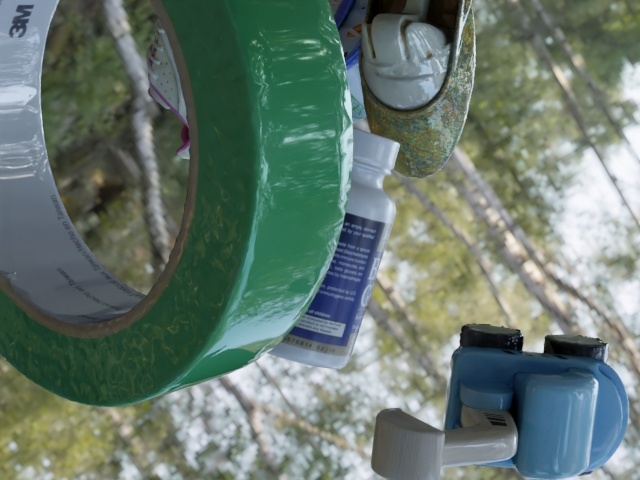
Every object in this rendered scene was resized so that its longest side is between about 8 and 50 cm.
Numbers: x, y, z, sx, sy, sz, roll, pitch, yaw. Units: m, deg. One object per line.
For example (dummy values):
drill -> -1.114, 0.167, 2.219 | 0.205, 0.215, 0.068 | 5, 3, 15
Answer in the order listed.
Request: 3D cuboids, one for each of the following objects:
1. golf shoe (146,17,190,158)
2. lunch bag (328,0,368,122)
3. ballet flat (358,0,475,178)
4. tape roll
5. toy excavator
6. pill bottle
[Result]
golf shoe -> -0.137, -0.210, 1.395 | 0.140, 0.306, 0.115 | -13, -151, 13
lunch bag -> 0.014, -0.268, 1.710 | 0.243, 0.115, 0.303 | -8, -139, 33
ballet flat -> 0.089, -0.233, 1.245 | 0.123, 0.349, 0.123 | 9, -173, -1
tape roll -> -0.126, -0.068, 0.771 | 0.321, 0.321, 0.077 | -23, 174, 43
toy excavator -> 0.277, 0.270, 1.991 | 0.433, 0.222, 0.445 | 6, -174, -5
pill bottle -> 0.000, 0.000, 0.958 | 0.094, 0.094, 0.169 | -140, -113, -79
